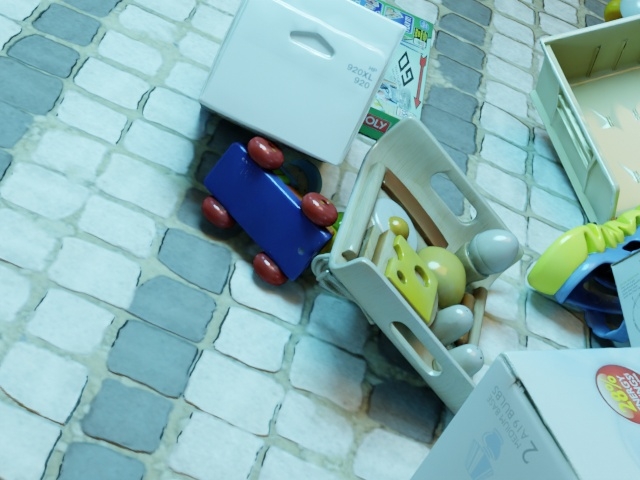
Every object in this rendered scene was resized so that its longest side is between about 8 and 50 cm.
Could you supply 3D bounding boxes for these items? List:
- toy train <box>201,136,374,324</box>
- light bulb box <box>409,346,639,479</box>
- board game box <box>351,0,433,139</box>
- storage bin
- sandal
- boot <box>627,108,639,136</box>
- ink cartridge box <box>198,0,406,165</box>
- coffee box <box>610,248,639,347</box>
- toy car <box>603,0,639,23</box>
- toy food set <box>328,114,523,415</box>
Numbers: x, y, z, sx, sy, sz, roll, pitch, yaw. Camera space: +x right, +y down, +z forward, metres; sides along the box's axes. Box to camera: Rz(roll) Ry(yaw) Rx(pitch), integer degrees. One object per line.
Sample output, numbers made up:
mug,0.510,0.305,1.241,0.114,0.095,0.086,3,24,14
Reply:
toy train,0.000,0.000,1.423,0.248,0.105,0.143,46,21,19
light bulb box,0.313,0.286,1.127,0.361,0.225,0.358,1,43,-35
board game box,0.041,-0.255,1.821,0.213,0.046,0.317,24,34,-8
storage bin,0.450,-0.162,1.779,0.262,0.123,0.260,-15,64,-11
sandal,0.384,0.037,1.619,0.317,0.126,0.138,-22,65,-41
boot,0.477,-0.165,1.967,0.203,0.095,0.262,4,37,-33
ink cartridge box,-0.028,-0.192,1.495,0.171,0.168,0.232,24,2,-6
coffee box,0.421,0.126,1.445,0.141,0.098,0.247,8,61,-34
toy car,0.524,-0.307,2.162,0.182,0.159,0.136,32,68,5
toy food set,0.128,0.022,1.390,0.220,0.092,0.306,49,29,-17
